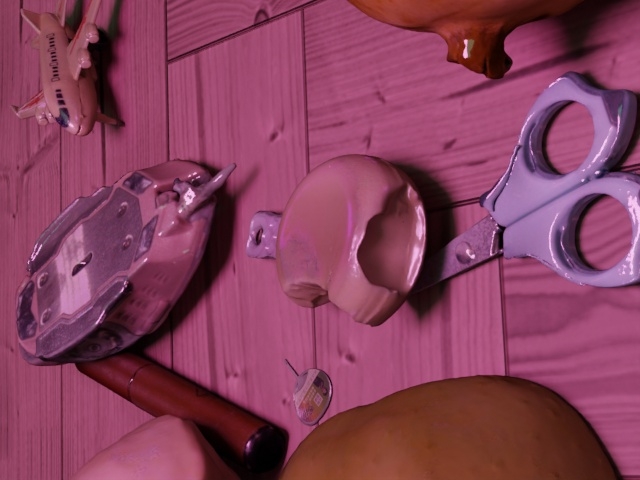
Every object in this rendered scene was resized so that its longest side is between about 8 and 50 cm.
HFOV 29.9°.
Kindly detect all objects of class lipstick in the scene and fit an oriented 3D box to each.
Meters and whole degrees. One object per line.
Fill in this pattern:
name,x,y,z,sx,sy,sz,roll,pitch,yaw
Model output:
lipstick,-0.170,0.182,1.373,0.356,0.057,0.057,17,98,47

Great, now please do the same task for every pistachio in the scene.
pistachio,-0.189,0.305,1.277,0.332,0.207,0.226,142,133,-58

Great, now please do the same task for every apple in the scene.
apple,0.107,0.314,1.038,0.320,0.311,0.360,81,178,-70

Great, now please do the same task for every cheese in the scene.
cheese,0.000,0.000,1.193,0.286,0.082,0.163,-3,75,59

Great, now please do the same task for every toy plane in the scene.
toy plane,-0.329,-0.222,1.555,0.242,0.104,0.256,-50,52,28

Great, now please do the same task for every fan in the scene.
fan,-0.011,0.150,1.243,0.060,0.003,0.080,-34,62,39

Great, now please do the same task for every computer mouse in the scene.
computer mouse,-0.218,0.023,1.408,0.389,0.115,0.200,-37,50,24

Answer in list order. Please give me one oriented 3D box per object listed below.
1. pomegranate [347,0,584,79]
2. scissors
pomegranate,0.123,-0.303,0.966,0.307,0.307,0.307,-7,81,47
scissors,0.150,-0.003,1.069,0.360,0.029,0.191,-32,64,40
